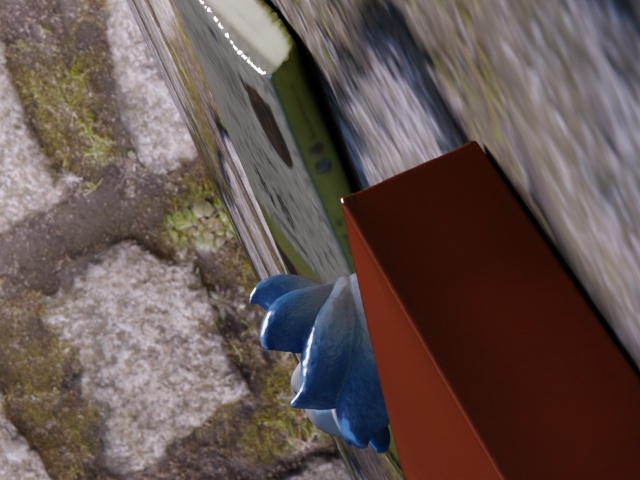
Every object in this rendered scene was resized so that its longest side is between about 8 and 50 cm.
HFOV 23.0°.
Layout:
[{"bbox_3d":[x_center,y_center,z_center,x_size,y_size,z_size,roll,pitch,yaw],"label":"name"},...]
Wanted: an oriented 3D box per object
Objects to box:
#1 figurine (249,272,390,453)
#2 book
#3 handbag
[{"bbox_3d":[0.024,0.061,0.673,0.114,0.079,0.114,44,-162,-18],"label":"figurine"},{"bbox_3d":[0.000,0.000,0.900,0.239,0.035,0.352,53,167,57],"label":"book"},{"bbox_3d":[0.064,0.078,0.488,0.190,0.062,0.127,77,167,-50],"label":"handbag"}]
